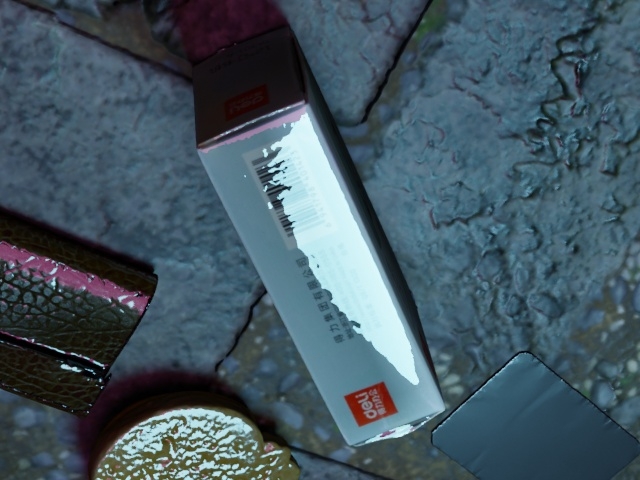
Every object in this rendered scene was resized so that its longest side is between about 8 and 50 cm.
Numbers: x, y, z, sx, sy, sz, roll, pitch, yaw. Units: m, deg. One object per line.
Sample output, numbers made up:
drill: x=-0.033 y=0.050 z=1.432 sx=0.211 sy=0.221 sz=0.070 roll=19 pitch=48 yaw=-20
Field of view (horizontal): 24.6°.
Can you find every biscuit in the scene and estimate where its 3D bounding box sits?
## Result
biscuit: x=-0.097 y=0.187 z=1.140 sx=0.170 sy=0.050 sz=0.170 roll=-7 pitch=116 yaw=-14

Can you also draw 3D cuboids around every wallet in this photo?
wallet: x=-0.250 y=0.037 z=1.037 sx=0.243 sy=0.039 sz=0.132 roll=24 pitch=111 yaw=-21

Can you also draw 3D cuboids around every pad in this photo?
pad: x=0.177 y=0.166 z=1.199 sx=0.157 sy=0.003 sz=0.112 roll=39 pitch=106 yaw=-26

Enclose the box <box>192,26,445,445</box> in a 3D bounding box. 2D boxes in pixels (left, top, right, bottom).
box: x=0.000 y=0.000 z=1.006 sx=0.079 sy=0.135 sz=0.269 roll=-22 pitch=119 yaw=6
